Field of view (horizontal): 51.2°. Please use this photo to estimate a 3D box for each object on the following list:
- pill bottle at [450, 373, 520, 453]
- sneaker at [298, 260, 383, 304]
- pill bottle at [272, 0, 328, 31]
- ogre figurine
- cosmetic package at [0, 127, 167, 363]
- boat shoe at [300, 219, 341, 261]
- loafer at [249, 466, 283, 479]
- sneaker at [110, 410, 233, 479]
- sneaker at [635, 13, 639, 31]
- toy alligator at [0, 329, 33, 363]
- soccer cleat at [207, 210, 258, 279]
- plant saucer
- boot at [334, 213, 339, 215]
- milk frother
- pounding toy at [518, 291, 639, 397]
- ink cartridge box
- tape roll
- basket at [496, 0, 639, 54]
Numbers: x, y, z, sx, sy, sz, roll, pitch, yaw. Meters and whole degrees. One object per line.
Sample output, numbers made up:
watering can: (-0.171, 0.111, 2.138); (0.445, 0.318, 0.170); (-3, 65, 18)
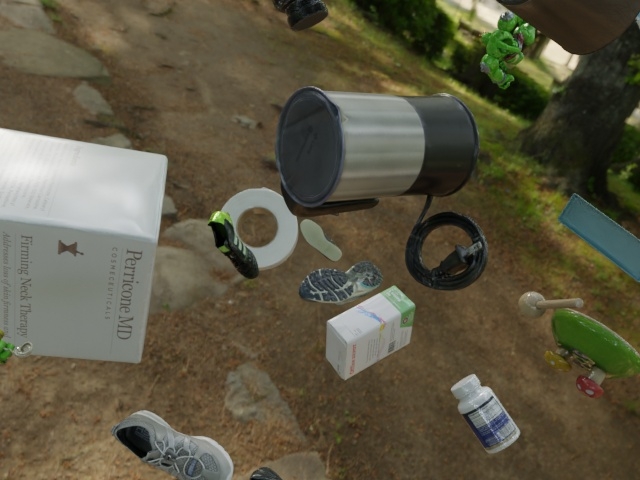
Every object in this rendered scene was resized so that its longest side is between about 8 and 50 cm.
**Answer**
pill bottle: (0.384, 0.405, 1.576); (0.094, 0.094, 0.169); (-26, 80, -47)
sneaker: (0.050, 0.149, 1.921); (0.283, 0.122, 0.110); (-7, 57, -37)
pill bottle: (-0.067, -0.594, 1.506); (0.123, 0.123, 0.219); (-25, 93, -47)
ogre figurine: (0.430, -0.452, 1.534); (0.118, 0.197, 0.096); (-5, 53, -42)
cosmetic package: (-0.533, 0.007, 1.348); (0.394, 0.329, 0.327); (8, 34, -14)
boat shoe: (-0.001, 0.001, 1.680); (0.133, 0.049, 0.042); (44, -4, -3)
loafer: (-0.077, 0.625, 1.588); (0.223, 0.076, 0.078); (32, 5, 18)
sneaker: (-0.314, 0.449, 1.387); (0.282, 0.105, 0.115); (17, 1, 21)
sneaker: (0.644, -0.410, 1.263); (0.063, 0.073, 0.162); (-3, 70, -56)
toy alligator: (-0.473, 0.158, 0.962); (0.190, 0.051, 0.056); (5, 50, 26)
soccer cleat: (-0.198, 0.019, 1.491); (0.178, 0.060, 0.072); (61, 25, -16)
plant saucer: (0.533, -0.008, 1.240); (0.018, 0.067, 0.192); (-14, 48, -40)
boot: (0.075, -0.164, 1.787); (0.338, 0.222, 0.118); (20, 2, 37)
milk frother: (0.051, -0.034, 0.499); (0.135, 0.129, 0.143); (-7, 48, -35)
pounding toy: (0.473, 0.207, 1.249); (0.237, 0.110, 0.183); (41, -8, -14)
ink cartridge box: (0.159, 0.300, 2.173); (0.278, 0.201, 0.117); (-25, 50, -24)
tape roll: (-0.219, -0.039, 2.364); (0.286, 0.286, 0.100); (23, -9, 4)
basket: (0.379, -0.406, 1.036); (0.227, 0.204, 0.154); (0, 42, -39)
